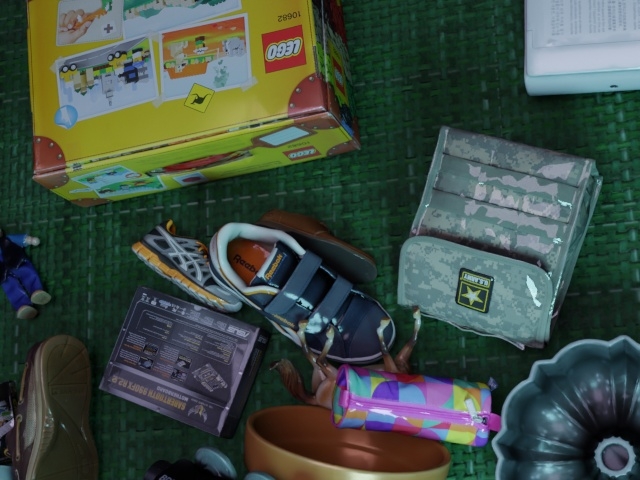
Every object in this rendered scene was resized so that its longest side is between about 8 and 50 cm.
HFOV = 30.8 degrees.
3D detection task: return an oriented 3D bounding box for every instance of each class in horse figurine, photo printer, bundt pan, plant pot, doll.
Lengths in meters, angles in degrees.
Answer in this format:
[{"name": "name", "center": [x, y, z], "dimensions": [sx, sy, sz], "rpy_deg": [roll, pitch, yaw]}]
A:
[{"name": "horse figurine", "center": [0.058, 0.196, 1.727], "dimensions": [0.263, 0.066, 0.174], "rpy_deg": [-7, 110, -2]}, {"name": "photo printer", "center": [0.464, -0.350, 1.754], "dimensions": [0.308, 0.107, 0.255], "rpy_deg": [-2, 76, 16]}, {"name": "bundt pan", "center": [0.408, 0.302, 1.605], "dimensions": [0.331, 0.124, 0.330], "rpy_deg": [-4, 75, 16]}, {"name": "plant pot", "center": [0.022, 0.371, 1.640], "dimensions": [0.291, 0.291, 0.203], "rpy_deg": [13, 97, 20]}, {"name": "doll", "center": [-0.527, 0.042, 1.998], "dimensions": [0.129, 0.046, 0.189], "rpy_deg": [-46, 62, 12]}]

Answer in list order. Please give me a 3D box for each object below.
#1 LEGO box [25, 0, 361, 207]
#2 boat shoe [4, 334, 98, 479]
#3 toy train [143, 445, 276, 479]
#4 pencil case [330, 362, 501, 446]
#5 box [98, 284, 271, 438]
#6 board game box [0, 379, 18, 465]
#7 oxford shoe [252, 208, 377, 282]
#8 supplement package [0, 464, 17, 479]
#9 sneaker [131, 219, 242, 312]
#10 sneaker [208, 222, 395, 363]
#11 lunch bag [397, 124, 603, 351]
[{"name": "LEGO box", "center": [-0.215, -0.295, 1.904], "dimensions": [0.501, 0.193, 0.372], "rpy_deg": [-10, 74, 15]}, {"name": "boat shoe", "center": [-0.444, 0.327, 1.882], "dimensions": [0.123, 0.123, 0.341], "rpy_deg": [-12, 77, 45]}, {"name": "toy train", "center": [-0.096, 0.399, 1.495], "dimensions": [0.334, 0.142, 0.190], "rpy_deg": [17, 123, 33]}, {"name": "pencil case", "center": [0.134, 0.235, 1.661], "dimensions": [0.237, 0.104, 0.104], "rpy_deg": [7, 78, -7]}, {"name": "box", "center": [-0.217, 0.192, 1.860], "dimensions": [0.231, 0.056, 0.183], "rpy_deg": [17, 83, 20]}, {"name": "board game box", "center": [-0.626, 0.335, 1.969], "dimensions": [0.260, 0.030, 0.136], "rpy_deg": [-16, 75, 13]}, {"name": "oxford shoe", "center": [0.000, 0.000, 1.838], "dimensions": [0.212, 0.076, 0.076], "rpy_deg": [24, 45, 11]}, {"name": "supplement package", "center": [-0.574, 0.481, 1.851], "dimensions": [0.203, 0.149, 0.194], "rpy_deg": [-21, 72, 12]}, {"name": "sneaker", "center": [-0.207, 0.041, 1.884], "dimensions": [0.215, 0.084, 0.083], "rpy_deg": [34, 76, 18]}, {"name": "sneaker", "center": [-0.033, 0.080, 1.765], "dimensions": [0.321, 0.127, 0.126], "rpy_deg": [27, 70, 9]}, {"name": "lunch bag", "center": [0.256, 0.001, 1.705], "dimensions": [0.235, 0.169, 0.286], "rpy_deg": [16, 89, 20]}]
